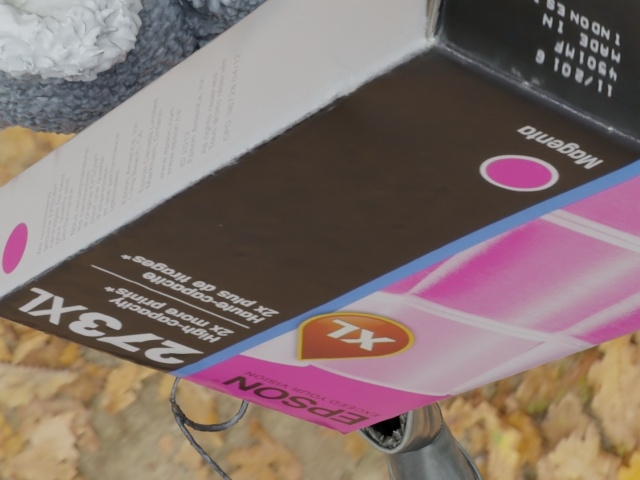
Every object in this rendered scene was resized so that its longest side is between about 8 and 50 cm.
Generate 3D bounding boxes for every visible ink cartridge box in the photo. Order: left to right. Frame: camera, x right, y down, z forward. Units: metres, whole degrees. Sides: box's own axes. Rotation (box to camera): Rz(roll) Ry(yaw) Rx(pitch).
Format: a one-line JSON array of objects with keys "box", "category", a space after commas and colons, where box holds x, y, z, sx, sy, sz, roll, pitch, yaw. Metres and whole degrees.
[{"box": [0.000, 0.000, 0.713, 0.371, 0.176, 0.069, -24, 51, 52], "category": "ink cartridge box"}]

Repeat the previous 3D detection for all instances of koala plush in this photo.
[{"box": [-0.074, -0.119, 0.878, 0.221, 0.196, 0.203, -30, 96, -21], "category": "koala plush"}]

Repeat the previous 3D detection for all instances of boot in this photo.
[{"box": [0.070, 0.148, 1.446, 0.076, 0.208, 0.189, -29, 82, -2], "category": "boot"}]

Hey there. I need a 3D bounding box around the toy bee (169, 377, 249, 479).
[{"box": [-0.049, 0.259, 1.379, 0.195, 0.162, 0.298, -34, 122, -13], "category": "toy bee"}]
